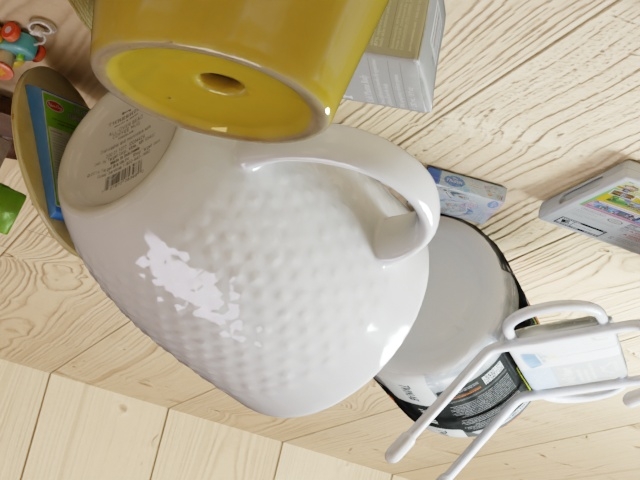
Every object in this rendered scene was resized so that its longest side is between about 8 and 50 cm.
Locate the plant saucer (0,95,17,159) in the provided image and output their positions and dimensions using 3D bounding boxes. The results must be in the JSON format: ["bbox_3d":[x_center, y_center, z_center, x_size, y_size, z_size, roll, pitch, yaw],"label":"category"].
[{"bbox_3d":[-0.375,-0.135,2.049,0.168,0.029,0.168,12,163,4],"label":"plant saucer"}]

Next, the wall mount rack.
[{"bbox_3d":[0.235,0.185,1.990,0.304,0.130,0.350,-11,156,12],"label":"wall mount rack"}]

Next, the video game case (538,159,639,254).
[{"bbox_3d":[0.362,-0.020,1.855,0.212,0.023,0.193,19,163,-15],"label":"video game case"}]

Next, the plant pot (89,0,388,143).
[{"bbox_3d":[-0.044,-0.203,1.197,0.254,0.239,0.254,12,164,3],"label":"plant pot"}]

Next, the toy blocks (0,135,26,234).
[{"bbox_3d":[-0.516,-0.145,1.863,0.261,0.191,0.381,29,-177,44],"label":"toy blocks"}]

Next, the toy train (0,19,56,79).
[{"bbox_3d":[-0.350,-0.205,1.768,0.166,0.046,0.125,17,163,-10],"label":"toy train"}]

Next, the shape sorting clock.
[{"bbox_3d":[-0.265,-0.080,1.846,0.040,0.206,0.206,-12,155,19],"label":"shape sorting clock"}]

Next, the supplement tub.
[{"bbox_3d":[0.155,0.114,2.136,0.207,0.207,0.338,8,162,19],"label":"supplement tub"}]

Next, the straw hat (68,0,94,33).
[{"bbox_3d":[-0.165,-0.207,1.580,0.061,0.144,0.144,-37,145,11],"label":"straw hat"}]

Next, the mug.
[{"bbox_3d":[-0.056,-0.023,1.774,0.374,0.276,0.328,-14,141,36],"label":"mug"}]

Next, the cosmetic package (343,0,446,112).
[{"bbox_3d":[-0.021,-0.186,1.473,0.238,0.107,0.127,7,165,11],"label":"cosmetic package"}]

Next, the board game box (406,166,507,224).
[{"bbox_3d":[0.147,-0.048,1.936,0.090,0.020,0.090,16,163,-6],"label":"board game box"}]
